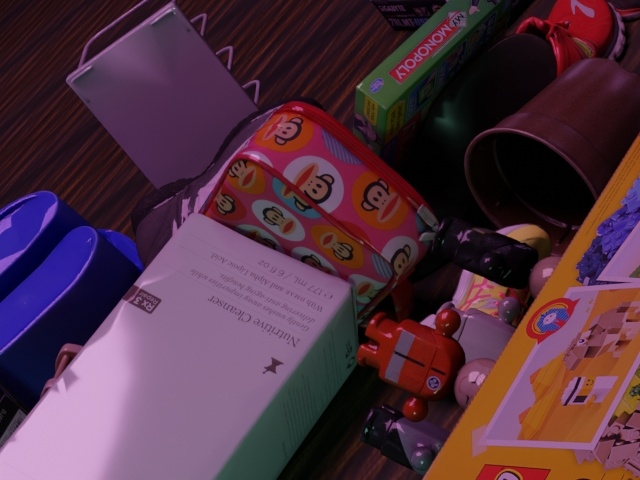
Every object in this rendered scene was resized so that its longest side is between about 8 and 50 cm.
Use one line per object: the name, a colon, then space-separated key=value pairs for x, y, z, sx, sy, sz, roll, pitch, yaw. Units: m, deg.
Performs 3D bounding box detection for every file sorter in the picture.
file sorter: x=-0.201 y=-0.212 z=2.349 sx=0.193 sy=0.277 sz=0.173 roll=-33 pitch=22 yaw=14

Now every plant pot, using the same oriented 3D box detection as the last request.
plant pot: x=0.265 y=-0.094 z=1.663 sx=0.167 sy=0.167 sz=0.165 roll=-3 pitch=34 yaw=52

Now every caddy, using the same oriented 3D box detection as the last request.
caddy: x=-0.399 y=0.101 z=2.224 sx=0.341 sy=0.179 sz=0.241 roll=-44 pitch=49 yaw=-9

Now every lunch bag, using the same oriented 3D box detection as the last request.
lunch bag: x=0.000 y=0.000 z=1.740 sx=0.120 sy=0.258 sz=0.293 roll=-51 pitch=3 yaw=-27

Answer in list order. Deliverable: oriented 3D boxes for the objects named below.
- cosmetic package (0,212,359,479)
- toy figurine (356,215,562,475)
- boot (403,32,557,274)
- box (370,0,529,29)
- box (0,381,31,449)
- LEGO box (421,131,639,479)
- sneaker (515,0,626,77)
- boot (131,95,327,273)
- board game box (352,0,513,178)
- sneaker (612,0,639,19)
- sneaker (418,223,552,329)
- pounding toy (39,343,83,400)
cosmetic package: x=-0.147 y=0.184 z=1.657 sx=0.217 sy=0.156 sz=0.385 roll=24 pitch=59 yaw=20
toy figurine: x=0.141 y=0.109 z=1.426 sx=0.148 sy=0.209 sz=0.213 roll=23 pitch=52 yaw=21
boot: x=0.159 y=-0.112 z=1.798 sx=0.305 sy=0.112 sz=0.115 roll=-58 pitch=8 yaw=23
box: x=0.254 y=-0.422 z=2.308 sx=0.295 sy=0.073 sz=0.293 roll=-46 pitch=27 yaw=-15
box: x=-0.508 y=0.284 z=2.098 sx=0.270 sy=0.143 sz=0.165 roll=-14 pitch=36 yaw=44
LEGO box: x=0.337 y=0.103 z=1.180 sx=0.372 sy=0.193 sz=0.500 roll=-5 pitch=42 yaw=51
sneaker: x=0.281 y=-0.227 z=1.887 sx=0.107 sy=0.118 sz=0.279 roll=-19 pitch=33 yaw=35
boot: x=-0.110 y=-0.032 z=2.147 sx=0.338 sy=0.118 sz=0.222 roll=-38 pitch=32 yaw=16
board game box: x=0.120 y=-0.148 z=1.819 sx=0.213 sy=0.046 sz=0.317 roll=-45 pitch=-16 yaw=-19
sneaker: x=0.409 y=-0.312 z=1.915 sx=0.158 sy=0.065 sz=0.061 roll=-15 pitch=35 yaw=42
sneaker: x=0.175 y=0.075 z=1.600 sx=0.208 sy=0.081 sz=0.094 roll=-52 pitch=34 yaw=-11
pounding toy: x=-0.230 y=0.164 z=1.904 sx=0.270 sy=0.154 sz=0.155 roll=-25 pitch=29 yaw=28
